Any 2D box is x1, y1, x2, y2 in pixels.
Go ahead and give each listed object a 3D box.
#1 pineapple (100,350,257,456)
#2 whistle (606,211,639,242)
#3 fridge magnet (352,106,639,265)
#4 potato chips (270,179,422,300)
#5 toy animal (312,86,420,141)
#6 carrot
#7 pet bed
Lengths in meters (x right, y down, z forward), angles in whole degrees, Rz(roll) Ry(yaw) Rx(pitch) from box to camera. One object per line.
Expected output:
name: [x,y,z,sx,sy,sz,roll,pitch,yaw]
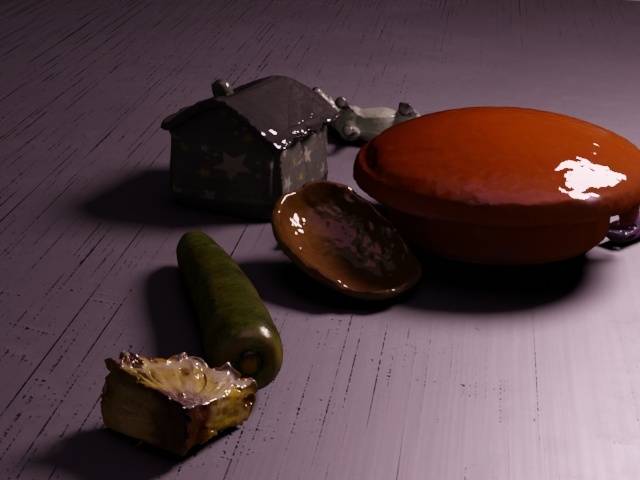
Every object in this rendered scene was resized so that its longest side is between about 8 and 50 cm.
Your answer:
pineapple: [-0.119,0.138,1.123,0.137,0.069,0.116,0,20,-13]
whistle: [0.425,-0.027,1.686,0.033,0.033,0.176,22,27,39]
fridge magnet: [0.220,-0.075,1.596,0.363,0.155,0.363,1,20,0]
potato chips: [0.024,0.009,1.478,0.150,0.049,0.201,-25,47,-34]
toy animal: [0.081,-0.182,1.990,0.216,0.074,0.176,10,7,6]
carrot: [-0.103,0.059,1.339,0.074,0.074,0.358,-2,19,-14]
pet bed: [-0.091,-0.139,1.720,0.183,0.159,0.211,11,23,21]
